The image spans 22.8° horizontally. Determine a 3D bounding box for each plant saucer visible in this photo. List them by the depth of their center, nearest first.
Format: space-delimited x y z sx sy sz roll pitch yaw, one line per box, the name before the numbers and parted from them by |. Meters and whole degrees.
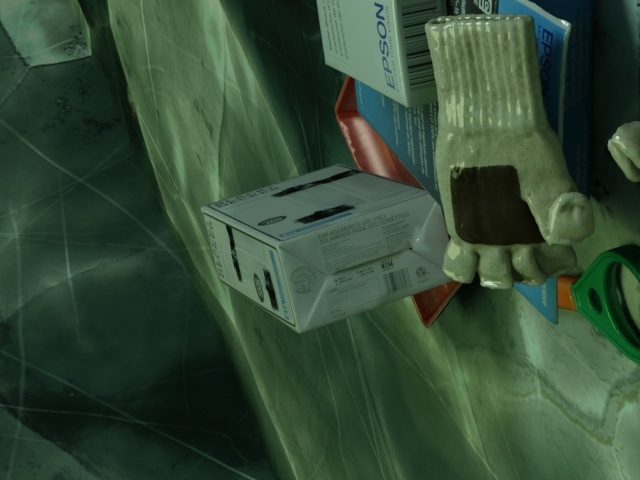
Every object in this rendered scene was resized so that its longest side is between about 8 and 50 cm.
plant saucer | 0.099 -0.071 1.539 0.258 0.047 0.259 114 137 -69

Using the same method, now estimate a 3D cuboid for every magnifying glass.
magnifying glass | 0.223 0.046 1.278 0.231 0.026 0.092 -173 65 -72

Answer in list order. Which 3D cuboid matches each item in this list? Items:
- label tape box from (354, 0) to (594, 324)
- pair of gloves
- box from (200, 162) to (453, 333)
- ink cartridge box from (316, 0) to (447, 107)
label tape box | 0.134 -0.139 1.205 0.348 0.115 0.249 -129 27 -49
pair of gloves | 0.182 -0.043 1.011 0.240 0.042 0.204 9 127 22
box | 0.000 0.000 1.561 0.290 0.169 0.087 -155 48 -71
ink cartridge box | 0.025 -0.231 1.193 0.224 0.045 0.223 -141 39 -62
